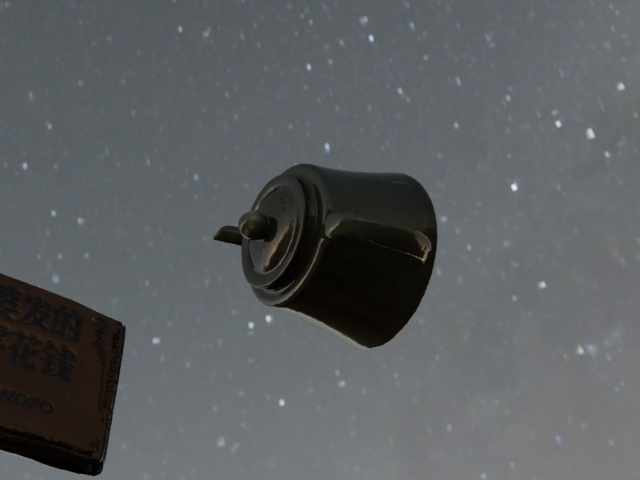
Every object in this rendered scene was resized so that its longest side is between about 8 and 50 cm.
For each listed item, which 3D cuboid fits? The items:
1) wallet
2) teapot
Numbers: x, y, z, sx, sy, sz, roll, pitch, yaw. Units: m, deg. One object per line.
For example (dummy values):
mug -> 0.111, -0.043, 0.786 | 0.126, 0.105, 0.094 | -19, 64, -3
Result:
wallet -> -0.246, 0.090, 0.956 | 0.195, 0.161, 0.042 | 23, -56, -19
teapot -> 0.000, 0.000, 1.077 | 0.149, 0.162, 0.239 | 18, -9, -31
